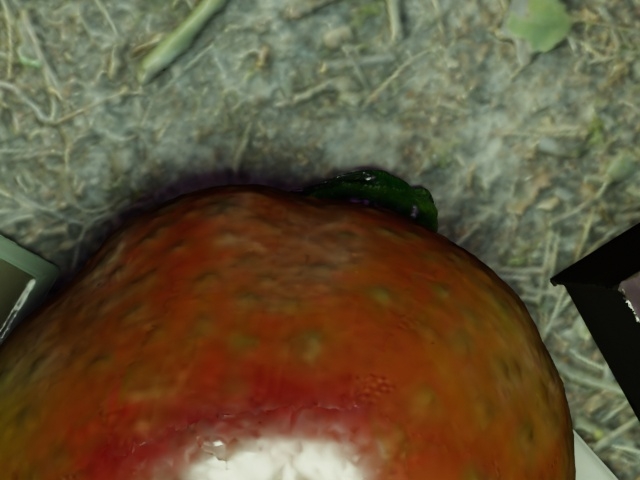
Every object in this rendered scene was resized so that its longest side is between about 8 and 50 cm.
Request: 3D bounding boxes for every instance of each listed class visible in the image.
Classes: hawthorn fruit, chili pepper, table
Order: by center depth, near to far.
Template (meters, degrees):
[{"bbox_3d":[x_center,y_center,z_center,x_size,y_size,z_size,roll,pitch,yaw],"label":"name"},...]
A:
[{"bbox_3d":[-0.027,0.165,1.090,0.402,0.403,0.403,-1,94,-10],"label":"hawthorn fruit"},{"bbox_3d":[0.302,0.070,1.262,0.169,0.172,0.193,-31,95,-6],"label":"table"},{"bbox_3d":[-0.004,-0.004,1.264,0.182,0.050,0.073,-22,113,-4],"label":"chili pepper"}]

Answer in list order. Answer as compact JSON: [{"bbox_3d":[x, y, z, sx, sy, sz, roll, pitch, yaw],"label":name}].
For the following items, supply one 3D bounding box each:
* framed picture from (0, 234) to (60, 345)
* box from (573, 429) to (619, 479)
[{"bbox_3d":[-0.333,0.087,1.201,0.217,0.017,0.274,33,87,-28],"label":"framed picture"},{"bbox_3d":[0.183,0.239,1.318,0.142,0.044,0.285,-42,100,-3],"label":"box"}]
